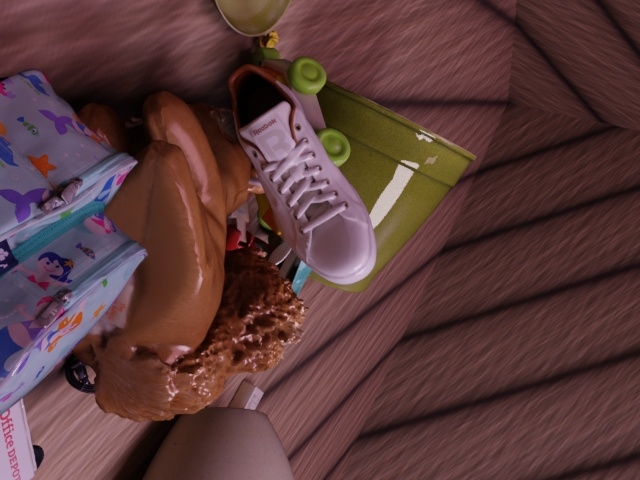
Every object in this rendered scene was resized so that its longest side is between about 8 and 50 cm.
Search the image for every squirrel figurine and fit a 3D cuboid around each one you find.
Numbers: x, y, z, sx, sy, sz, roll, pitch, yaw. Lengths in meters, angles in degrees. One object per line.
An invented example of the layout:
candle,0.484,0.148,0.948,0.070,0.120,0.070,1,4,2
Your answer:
squirrel figurine,-0.182,0.006,0.724,0.370,0.281,0.396,-67,141,-63

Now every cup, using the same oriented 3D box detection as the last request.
cup,-0.192,0.451,1.068,0.331,0.331,0.236,61,25,-60

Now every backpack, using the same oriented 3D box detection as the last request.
backpack,-0.240,0.008,0.387,0.225,0.191,0.253,-38,-160,34

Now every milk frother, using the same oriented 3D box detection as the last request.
milk frother,-0.297,0.188,0.862,0.143,0.129,0.134,-16,136,-8

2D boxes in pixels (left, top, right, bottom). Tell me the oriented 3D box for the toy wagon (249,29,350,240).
toy wagon,-0.067,-0.177,0.903,0.068,0.344,0.267,-9,164,-28

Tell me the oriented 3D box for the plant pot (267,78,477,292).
plant pot,0.070,-0.097,1.156,0.352,0.367,0.366,-63,159,13

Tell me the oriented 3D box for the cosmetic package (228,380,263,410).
cosmetic package,-0.184,0.393,1.313,0.115,0.041,0.060,-61,154,-22

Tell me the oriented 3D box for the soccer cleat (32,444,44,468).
soccer cleat,-0.419,0.331,0.707,0.179,0.072,0.060,-36,139,-53

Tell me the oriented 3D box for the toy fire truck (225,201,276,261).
toy fire truck,-0.141,0.012,1.013,0.246,0.159,0.217,-62,157,7

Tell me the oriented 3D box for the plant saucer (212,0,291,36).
plant saucer,-0.105,-0.434,0.840,0.241,0.037,0.240,-47,148,-42

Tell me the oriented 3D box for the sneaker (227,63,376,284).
sneaker,-0.037,-0.079,0.655,0.106,0.290,0.123,-33,162,11

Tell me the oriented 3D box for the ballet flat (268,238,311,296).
ballet flat,-0.078,0.084,0.966,0.087,0.083,0.247,37,71,-40

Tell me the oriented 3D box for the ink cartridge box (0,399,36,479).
ink cartridge box,-0.431,0.253,0.597,0.212,0.093,0.154,-35,140,-51
